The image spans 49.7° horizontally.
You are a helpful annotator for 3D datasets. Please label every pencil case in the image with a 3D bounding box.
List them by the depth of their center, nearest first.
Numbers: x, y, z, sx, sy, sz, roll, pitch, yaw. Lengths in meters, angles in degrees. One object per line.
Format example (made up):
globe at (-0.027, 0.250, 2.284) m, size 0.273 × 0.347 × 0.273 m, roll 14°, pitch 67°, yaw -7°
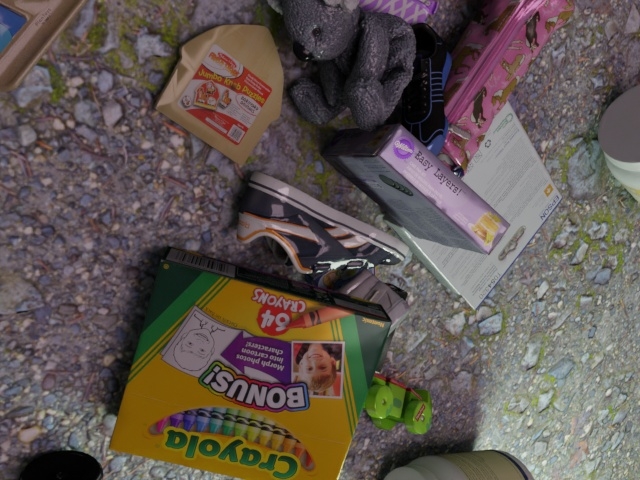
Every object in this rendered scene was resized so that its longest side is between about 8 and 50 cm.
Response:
pencil case at (0.091, -0.401, 1.098) m, size 0.206 × 0.088 × 0.086 m, roll 12°, pitch 100°, yaw -36°
pencil case at (0.284, -0.295, 1.222) m, size 0.160 × 0.167 × 0.386 m, roll 38°, pitch 85°, yaw -40°

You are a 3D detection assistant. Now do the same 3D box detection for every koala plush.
koala plush at (0.022, -0.310, 1.033) m, size 0.221 × 0.196 × 0.203 m, roll 43°, pitch 73°, yaw -35°

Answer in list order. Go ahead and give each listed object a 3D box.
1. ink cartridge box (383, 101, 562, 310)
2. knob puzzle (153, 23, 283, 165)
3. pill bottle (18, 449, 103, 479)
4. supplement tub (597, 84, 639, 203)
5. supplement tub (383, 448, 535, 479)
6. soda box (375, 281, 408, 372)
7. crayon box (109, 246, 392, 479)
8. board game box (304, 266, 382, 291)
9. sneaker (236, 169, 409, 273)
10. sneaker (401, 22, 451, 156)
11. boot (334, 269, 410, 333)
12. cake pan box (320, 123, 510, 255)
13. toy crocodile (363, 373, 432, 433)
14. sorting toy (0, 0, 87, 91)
ink cartridge box at (0.320, -0.069, 1.402) m, size 0.324 × 0.071 × 0.330 m, roll -50°, pitch 131°, yaw -6°
knob puzzle at (-0.136, -0.238, 1.042) m, size 0.213 × 0.030 × 0.213 m, roll -13°, pitch 115°, yaw -29°
pill bottle at (-0.405, 0.451, 1.073) m, size 0.123 × 0.123 × 0.219 m, roll -4°, pitch 111°, yaw -34°
supplement tub at (0.801, -0.190, 1.576) m, size 0.331 × 0.241 × 0.241 m, roll 30°, pitch 90°, yaw -39°
supplement tub at (0.312, 0.599, 1.555) m, size 0.325 × 0.235 × 0.235 m, roll 8°, pitch 103°, yaw -36°
soda box at (0.104, 0.164, 1.307) m, size 0.060 × 0.053 × 0.168 m, roll 11°, pitch 102°, yaw -38°
crayon box at (-0.110, 0.212, 1.095) m, size 0.363 × 0.106 × 0.313 m, roll 16°, pitch 99°, yaw -9°
board game box at (0.058, 0.111, 1.313) m, size 0.136 × 0.035 × 0.201 m, roll -33°, pitch 124°, yaw -20°
sneaker at (0.000, 0.000, 1.173) m, size 0.321 × 0.126 × 0.127 m, roll 24°, pitch 89°, yaw -26°
sneaker at (0.158, -0.240, 1.110) m, size 0.090 × 0.081 × 0.232 m, roll 39°, pitch 52°, yaw -48°
boot at (0.030, 0.170, 1.232) m, size 0.258 × 0.123 × 0.095 m, roll -44°, pitch 165°, yaw -6°
cake pan box at (0.142, -0.084, 1.120) m, size 0.246 × 0.267 × 0.070 m, roll 40°, pitch 83°, yaw -17°
toy crocodile at (0.124, 0.316, 1.393) m, size 0.340 × 0.115 × 0.105 m, roll 31°, pitch 63°, yaw -39°
sorting toy at (-0.372, -0.362, 0.822) m, size 0.229 × 0.041 × 0.307 m, roll 41°, pitch 83°, yaw -38°
